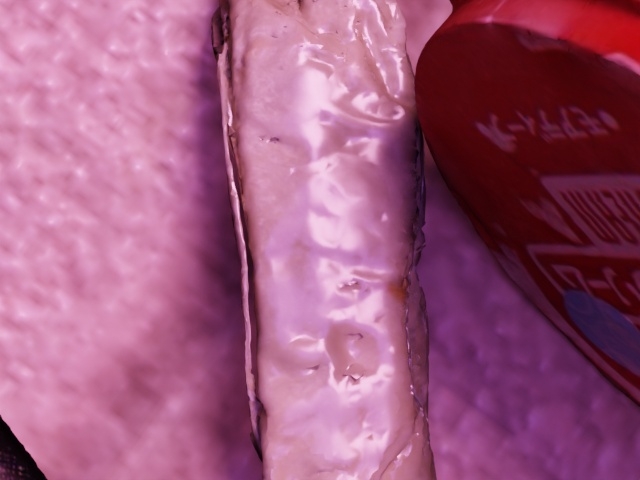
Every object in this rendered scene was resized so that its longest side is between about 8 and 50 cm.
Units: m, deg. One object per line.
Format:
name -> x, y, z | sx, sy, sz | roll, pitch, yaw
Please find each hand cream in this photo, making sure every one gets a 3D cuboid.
hand cream -> 0.152, -0.026, 0.474 | 0.149, 0.230, 0.230 | -43, 91, -12

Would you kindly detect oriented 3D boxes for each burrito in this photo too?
burrito -> 0.002, 0.000, 0.530 | 0.063, 0.058, 0.229 | -4, 85, -7

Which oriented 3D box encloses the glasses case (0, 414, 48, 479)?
glasses case -> -0.074, 0.176, 0.482 | 0.122, 0.082, 0.321 | -35, 91, -10
